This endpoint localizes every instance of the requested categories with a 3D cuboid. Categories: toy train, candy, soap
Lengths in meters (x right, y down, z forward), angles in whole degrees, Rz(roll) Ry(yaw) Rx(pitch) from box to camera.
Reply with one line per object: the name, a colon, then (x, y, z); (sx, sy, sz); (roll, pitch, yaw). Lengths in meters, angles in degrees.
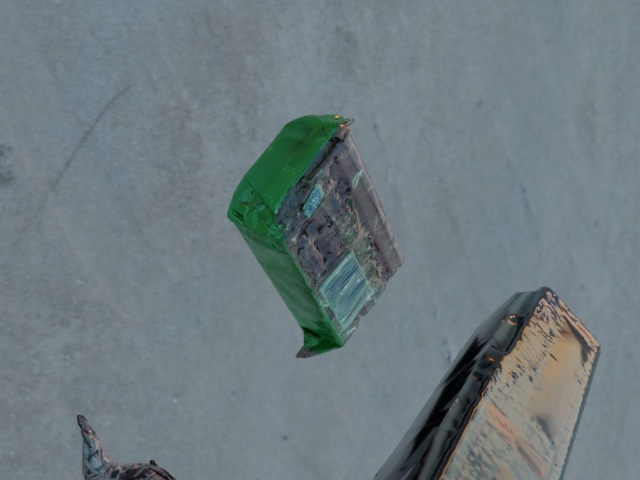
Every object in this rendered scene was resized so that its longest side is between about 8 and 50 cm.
toy train: (0.083, 0.137, 0.486); (0.089, 0.086, 0.409); (47, 29, 3)
candy: (-0.125, 0.220, 0.662); (0.051, 0.226, 0.094); (-5, 127, -51)
soap: (0.002, 0.001, 1.087); (0.218, 0.098, 0.273); (-55, 141, -23)
